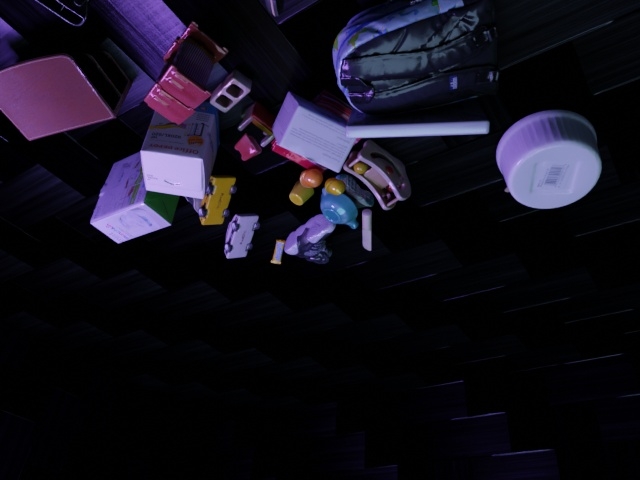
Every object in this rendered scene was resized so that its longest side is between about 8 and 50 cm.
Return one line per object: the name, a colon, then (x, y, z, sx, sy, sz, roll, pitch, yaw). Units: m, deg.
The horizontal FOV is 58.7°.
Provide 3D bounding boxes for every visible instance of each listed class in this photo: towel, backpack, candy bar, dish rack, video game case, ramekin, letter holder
towel: (0.003, -0.309, 1.689, 0.199, 0.031, 0.275, 26, 138, -27)
backpack: (0.207, -0.435, 1.341, 0.356, 0.273, 0.290, -25, 140, 4)
candy bar: (-0.161, 0.042, 2.190, 0.040, 0.018, 0.161, 10, 144, -7)
dish rack: (-0.574, -0.643, 1.278, 0.208, 0.074, 0.272, 31, 136, -31)
video game case: (0.239, -0.317, 1.445, 0.329, 0.300, 0.036, 0, 114, 8)
ramekin: (0.651, -0.218, 1.617, 0.277, 0.135, 0.277, 3, 137, 2)
letter holder: (-0.710, -0.423, 1.528, 0.302, 0.152, 0.214, -9, 139, 19)

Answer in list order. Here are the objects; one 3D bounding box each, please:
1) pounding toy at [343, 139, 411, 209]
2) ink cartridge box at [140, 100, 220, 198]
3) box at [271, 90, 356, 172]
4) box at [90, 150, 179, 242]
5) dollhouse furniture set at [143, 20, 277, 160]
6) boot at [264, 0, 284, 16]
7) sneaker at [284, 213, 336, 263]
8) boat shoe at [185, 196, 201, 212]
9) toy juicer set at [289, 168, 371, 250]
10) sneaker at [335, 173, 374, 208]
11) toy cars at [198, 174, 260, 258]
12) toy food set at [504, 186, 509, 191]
pounding toy: (0.173, -0.170, 1.749, 0.270, 0.154, 0.155, 30, 137, -28)
ink cartridge box: (-0.394, -0.266, 1.625, 0.171, 0.232, 0.168, 8, 144, -4)
box: (-0.019, -0.291, 1.516, 0.181, 0.182, 0.119, 22, 109, -21)
box: (-0.563, -0.152, 1.778, 0.231, 0.261, 0.127, -17, 138, 26)
dollhouse furniture set: (-0.249, -0.364, 1.504, 0.374, 0.201, 0.152, 33, 136, -31)
boot: (-0.165, -0.606, 1.288, 0.137, 0.076, 0.197, 0, 130, 15)
sneaker: (0.000, 0.000, 2.050, 0.153, 0.101, 0.269, 28, 143, -29)
boat shoe: (-0.426, -0.164, 1.931, 0.065, 0.075, 0.206, 38, 164, 31)
toy juicer set: (0.066, -0.122, 1.800, 0.329, 0.089, 0.209, 34, 149, 4)
sneaker: (0.098, -0.152, 1.863, 0.076, 0.065, 0.166, -21, 133, 41)
toy cars: (-0.323, -0.090, 1.970, 0.176, 0.087, 0.393, -35, 142, -8)
toy food set: (0.697, -0.156, 1.798, 0.192, 0.038, 0.132, 14, 143, -11)
